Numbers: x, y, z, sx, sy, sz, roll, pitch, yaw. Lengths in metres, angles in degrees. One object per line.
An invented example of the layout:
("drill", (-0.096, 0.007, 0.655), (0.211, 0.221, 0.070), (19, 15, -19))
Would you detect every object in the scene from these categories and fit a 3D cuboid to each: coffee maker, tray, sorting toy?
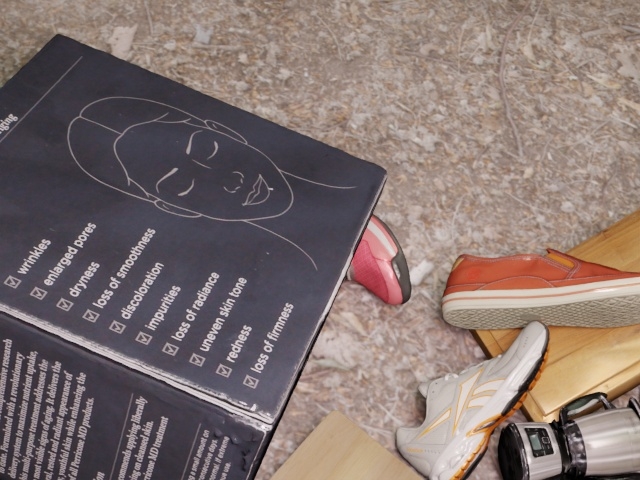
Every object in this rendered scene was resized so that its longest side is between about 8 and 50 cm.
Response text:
("coffee maker", (0.327, 0.294, 1.507), (0.178, 0.171, 0.120), (-8, 29, -5))
("tray", (0.429, 0.086, 1.625), (0.411, 0.076, 0.202), (-30, 66, -3))
("sorting toy", (0.030, 0.387, 1.425), (0.255, 0.089, 0.257), (38, 58, 13))

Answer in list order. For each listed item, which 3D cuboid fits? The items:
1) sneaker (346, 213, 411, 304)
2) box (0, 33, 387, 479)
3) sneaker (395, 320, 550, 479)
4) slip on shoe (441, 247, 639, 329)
("sneaker", (0.000, 0.000, 1.674), (0.136, 0.116, 0.314), (-36, 64, -18))
("box", (-0.230, 0.051, 1.402), (0.472, 0.297, 0.480), (24, 40, 2))
("sneaker", (0.197, 0.199, 1.537), (0.121, 0.099, 0.262), (36, 84, 21))
("slip on shoe", (0.327, 0.057, 1.557), (0.331, 0.123, 0.101), (-2, 64, 15))
